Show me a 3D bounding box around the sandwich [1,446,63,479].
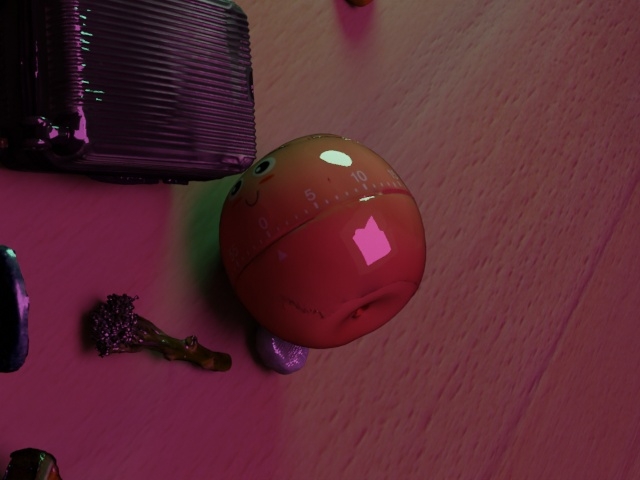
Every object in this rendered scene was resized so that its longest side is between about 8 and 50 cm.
[{"bbox_3d":[-0.256,0.300,0.986,0.159,0.079,0.235,-30,113,-63],"label":"sandwich"}]

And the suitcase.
[{"bbox_3d":[-0.194,-0.157,1.088,0.312,0.128,0.202,1,84,-56],"label":"suitcase"}]

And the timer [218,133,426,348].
[{"bbox_3d":[0.000,0.000,1.244,0.229,0.229,0.215,7,46,-54],"label":"timer"}]

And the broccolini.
[{"bbox_3d":[-0.168,0.106,1.171,0.216,0.058,0.067,31,63,-61],"label":"broccolini"}]

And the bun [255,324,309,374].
[{"bbox_3d":[-0.048,0.121,1.326,0.083,0.045,0.083,14,72,-50],"label":"bun"}]

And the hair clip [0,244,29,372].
[{"bbox_3d":[-0.344,0.054,0.802,0.206,0.194,0.310,0,86,-48],"label":"hair clip"}]

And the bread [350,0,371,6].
[{"bbox_3d":[0.069,-0.387,1.558,0.082,0.056,0.115,58,42,-31],"label":"bread"}]
